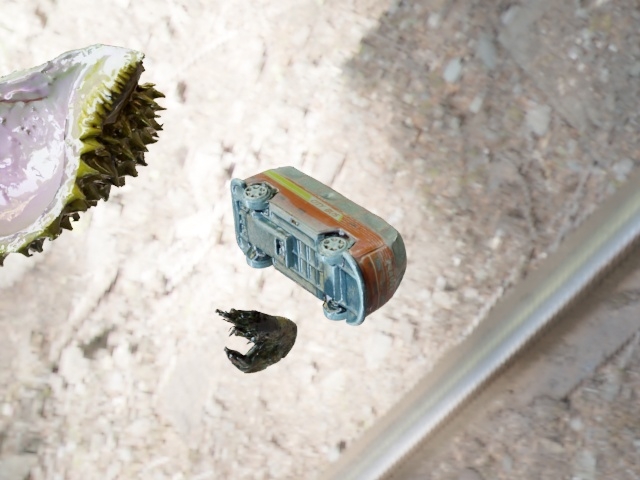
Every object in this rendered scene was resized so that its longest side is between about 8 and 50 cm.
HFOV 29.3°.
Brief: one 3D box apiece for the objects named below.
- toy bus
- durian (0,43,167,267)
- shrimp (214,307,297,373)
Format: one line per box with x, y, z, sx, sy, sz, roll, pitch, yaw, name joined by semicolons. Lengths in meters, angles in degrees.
0.000;0.000;1.559;0.265;0.120;0.121;32;138;41;toy bus
-0.274;-0.087;1.287;0.305;0.195;0.185;-30;82;8;durian
-0.085;0.127;1.543;0.034;0.161;0.091;35;93;37;shrimp
